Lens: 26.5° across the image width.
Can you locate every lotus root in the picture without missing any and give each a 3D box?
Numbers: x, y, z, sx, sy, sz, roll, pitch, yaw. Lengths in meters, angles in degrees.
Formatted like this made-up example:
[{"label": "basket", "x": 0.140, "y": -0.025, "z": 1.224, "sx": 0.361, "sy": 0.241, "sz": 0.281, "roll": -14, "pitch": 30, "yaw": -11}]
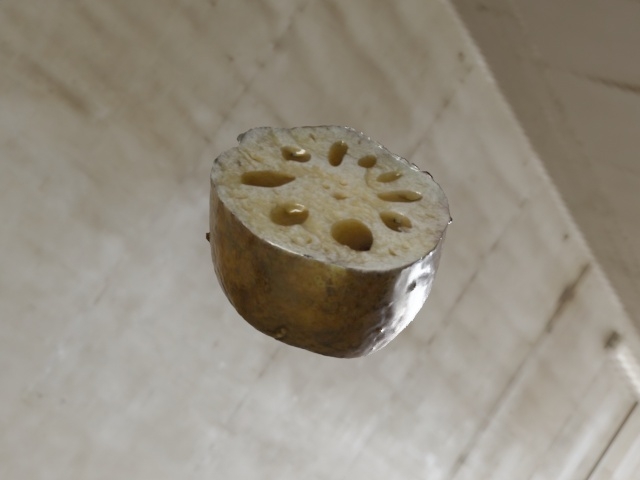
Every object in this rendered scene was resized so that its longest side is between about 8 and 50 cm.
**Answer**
[{"label": "lotus root", "x": -0.002, "y": 0.001, "z": 0.705, "sx": 0.122, "sy": 0.081, "sz": 0.112, "roll": 37, "pitch": 36, "yaw": 22}]
